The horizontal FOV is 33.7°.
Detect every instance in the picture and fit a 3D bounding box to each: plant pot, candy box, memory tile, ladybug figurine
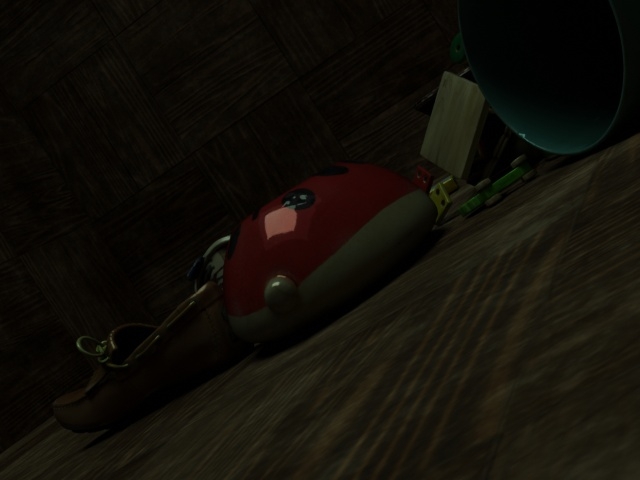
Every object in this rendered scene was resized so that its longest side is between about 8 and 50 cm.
[{"bbox_3d":[0.353,-0.280,1.302,0.235,0.293,0.293,-24,-1,-22],"label":"plant pot"},{"bbox_3d":[0.175,-0.061,2.054,0.206,0.027,0.105,-33,5,11],"label":"candy box"},{"bbox_3d":[0.259,-0.127,1.551,0.148,0.012,0.113,-66,-8,18],"label":"memory tile"},{"bbox_3d":[0.000,0.000,1.436,0.305,0.161,0.449,-32,3,17],"label":"ladybug figurine"}]

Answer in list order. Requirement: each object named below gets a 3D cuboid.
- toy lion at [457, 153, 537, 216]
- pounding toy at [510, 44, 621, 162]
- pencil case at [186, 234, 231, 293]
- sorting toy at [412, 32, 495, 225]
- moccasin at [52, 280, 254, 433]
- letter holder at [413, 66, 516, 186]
[{"bbox_3d":[0.232,-0.067,1.418,0.100,0.034,0.096,-33,-5,-14],"label":"toy lion"},{"bbox_3d":[0.362,-0.204,1.508,0.183,0.110,0.237,-33,3,-12],"label":"pounding toy"},{"bbox_3d":[-0.091,0.042,1.818,0.184,0.159,0.410,-33,2,16],"label":"pencil case"},{"bbox_3d":[0.209,-0.159,1.553,0.046,0.274,0.132,8,17,-25],"label":"sorting toy"},{"bbox_3d":[-0.268,0.175,1.561,0.380,0.147,0.139,-31,3,37],"label":"moccasin"},{"bbox_3d":[0.322,-0.230,1.673,0.302,0.152,0.214,-32,-7,14],"label":"letter holder"}]
